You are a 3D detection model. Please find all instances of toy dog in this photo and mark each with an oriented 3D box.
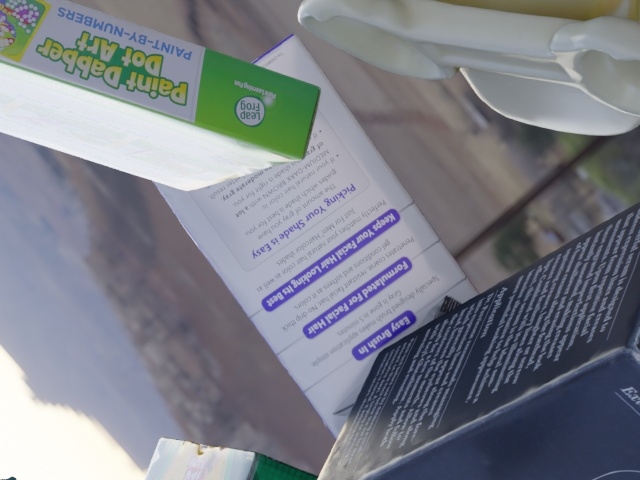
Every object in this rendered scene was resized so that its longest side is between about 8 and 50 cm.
[{"bbox_3d":[0.219,-0.299,1.433,0.284,0.408,0.395,11,174,35],"label":"toy dog"}]

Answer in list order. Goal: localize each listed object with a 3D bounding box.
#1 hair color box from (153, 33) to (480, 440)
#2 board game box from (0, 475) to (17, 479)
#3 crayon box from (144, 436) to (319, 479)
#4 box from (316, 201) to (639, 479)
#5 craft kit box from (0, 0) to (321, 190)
[{"bbox_3d":[0.000,0.000,1.762,0.339,0.185,0.110,55,-179,-2],"label":"hair color box"},{"bbox_3d":[-0.304,0.206,0.762,0.079,0.336,0.254,69,-158,-1],"label":"board game box"},{"bbox_3d":[-0.103,0.281,1.801,0.081,0.165,0.278,24,168,-20],"label":"crayon box"},{"bbox_3d":[0.234,0.179,1.544,0.293,0.212,0.395,43,135,-15],"label":"box"},{"bbox_3d":[-0.159,-0.101,1.275,0.249,0.061,0.246,18,173,-20],"label":"craft kit box"}]
